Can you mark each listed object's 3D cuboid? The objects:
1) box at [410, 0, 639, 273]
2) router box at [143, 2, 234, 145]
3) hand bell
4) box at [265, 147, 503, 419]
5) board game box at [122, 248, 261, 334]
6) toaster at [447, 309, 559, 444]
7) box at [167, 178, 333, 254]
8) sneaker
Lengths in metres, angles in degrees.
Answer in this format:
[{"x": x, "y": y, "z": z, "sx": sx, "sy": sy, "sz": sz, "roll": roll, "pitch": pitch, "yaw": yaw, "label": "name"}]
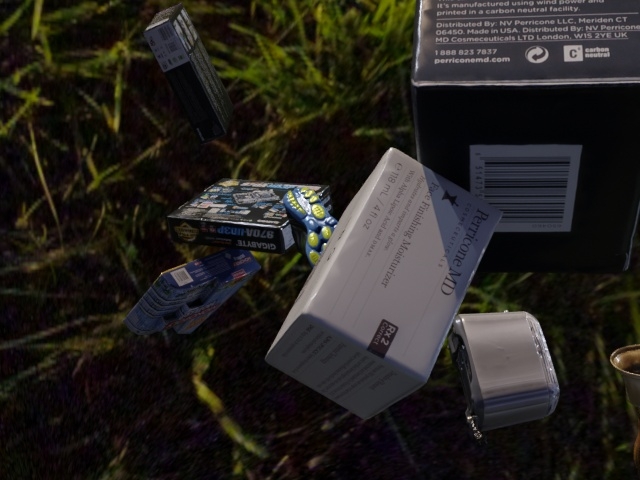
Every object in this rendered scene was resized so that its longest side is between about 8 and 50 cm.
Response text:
[{"x": 0.211, "y": -0.206, "z": 1.004, "sx": 0.211, "sy": 0.293, "sz": 0.396, "roll": 0, "pitch": 57, "yaw": 9, "label": "box"}, {"x": -0.186, "y": -0.241, "z": 1.418, "sx": 0.046, "sy": 0.133, "sz": 0.179, "roll": -22, "pitch": 112, "yaw": 10, "label": "router box"}, {"x": 0.591, "y": 0.324, "z": 1.788, "sx": 0.126, "sy": 0.126, "sz": 0.242, "roll": -13, "pitch": 111, "yaw": -19, "label": "hand bell"}, {"x": 0.053, "y": 0.045, "z": 0.900, "sx": 0.119, "sy": 0.182, "sz": 0.181, "roll": 29, "pitch": 66, "yaw": -3, "label": "box"}, {"x": -0.224, "y": 0.102, "z": 1.648, "sx": 0.194, "sy": 0.194, "sz": 0.060, "roll": -23, "pitch": 71, "yaw": -48, "label": "board game box"}, {"x": 0.306, "y": 0.221, "z": 1.649, "sx": 0.146, "sy": 0.129, "sz": 0.227, "roll": -9, "pitch": 55, "yaw": -2, "label": "toaster"}, {"x": -0.116, "y": -0.044, "z": 1.633, "sx": 0.220, "sy": 0.051, "sz": 0.175, "roll": 5, "pitch": 27, "yaw": 27, "label": "box"}, {"x": 0.000, "y": 0.000, "z": 1.441, "sx": 0.067, "sy": 0.078, "sz": 0.188, "roll": -22, "pitch": 48, "yaw": -8, "label": "sneaker"}]
